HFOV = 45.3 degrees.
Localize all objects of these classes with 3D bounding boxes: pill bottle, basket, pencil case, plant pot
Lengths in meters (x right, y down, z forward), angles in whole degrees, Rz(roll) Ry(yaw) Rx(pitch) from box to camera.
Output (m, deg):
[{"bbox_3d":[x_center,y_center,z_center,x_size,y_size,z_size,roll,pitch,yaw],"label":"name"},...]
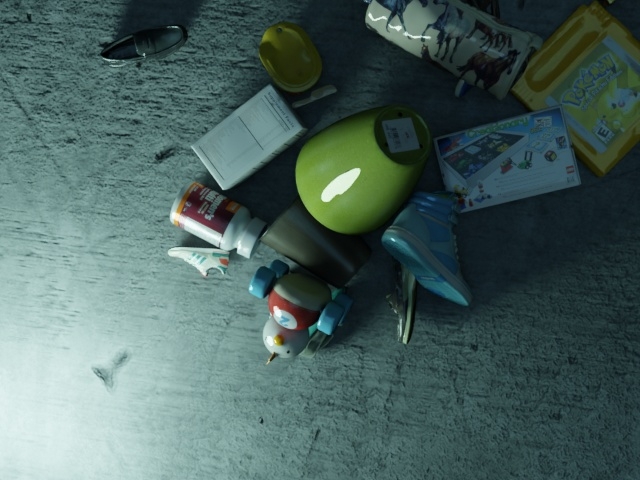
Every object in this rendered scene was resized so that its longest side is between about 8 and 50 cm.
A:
[{"bbox_3d":[-0.250,-0.050,1.899,0.221,0.121,0.121,27,97,4],"label":"pill bottle"},{"bbox_3d":[0.000,0.000,1.865,0.227,0.154,0.204,42,101,-2],"label":"basket"},{"bbox_3d":[0.296,-0.477,1.734,0.410,0.183,0.160,33,62,15],"label":"pencil case"},{"bbox_3d":[0.120,-0.179,1.707,0.275,0.293,0.274,5,75,-20],"label":"plant pot"}]

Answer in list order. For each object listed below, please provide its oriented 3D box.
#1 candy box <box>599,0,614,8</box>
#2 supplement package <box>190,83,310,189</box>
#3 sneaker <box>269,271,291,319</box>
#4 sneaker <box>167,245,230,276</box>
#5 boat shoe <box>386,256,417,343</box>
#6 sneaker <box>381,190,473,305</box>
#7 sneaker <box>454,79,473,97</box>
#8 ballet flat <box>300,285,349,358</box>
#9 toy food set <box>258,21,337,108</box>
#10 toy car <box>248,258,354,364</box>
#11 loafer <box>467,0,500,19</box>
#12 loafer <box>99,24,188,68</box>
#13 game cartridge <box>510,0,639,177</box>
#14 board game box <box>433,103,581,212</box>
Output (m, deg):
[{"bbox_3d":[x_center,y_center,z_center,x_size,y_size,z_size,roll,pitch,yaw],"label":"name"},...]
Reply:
[{"bbox_3d":[0.712,-0.640,1.772,0.187,0.053,0.109,-35,90,7],"label":"candy box"},{"bbox_3d":[-0.166,-0.249,1.865,0.244,0.134,0.139,-36,90,9],"label":"supplement package"},{"bbox_3d":[-0.081,0.161,1.930,0.076,0.065,0.166,17,98,1],"label":"sneaker"},{"bbox_3d":[-0.311,0.053,1.947,0.161,0.057,0.075,3,90,3],"label":"sneaker"},{"bbox_3d":[0.199,0.141,1.891,0.073,0.080,0.223,5,90,12],"label":"boat shoe"},{"bbox_3d":[0.298,0.005,1.821,0.319,0.127,0.208,43,68,-36],"label":"sneaker"},{"bbox_3d":[0.392,-0.392,1.827,0.085,0.058,0.152,36,91,11],"label":"sneaker"},{"bbox_3d":[0.018,0.208,1.928,0.068,0.072,0.213,34,100,-25],"label":"ballet flat"},{"bbox_3d":[-0.062,-0.422,1.870,0.128,0.071,0.218,-29,86,2],"label":"toy food set"},{"bbox_3d":[-0.075,0.203,1.814,0.219,0.210,0.238,26,102,9],"label":"toy car"},{"bbox_3d":[0.369,-0.624,1.796,0.096,0.084,0.267,-16,93,8],"label":"loafer"},{"bbox_3d":[-0.439,-0.483,1.904,0.223,0.078,0.076,-16,93,8],"label":"loafer"},{"bbox_3d":[0.646,-0.359,1.805,0.324,0.053,0.285,44,98,0],"label":"game cartridge"},{"bbox_3d":[0.440,-0.190,1.818,0.305,0.053,0.193,-13,96,16],"label":"board game box"}]
